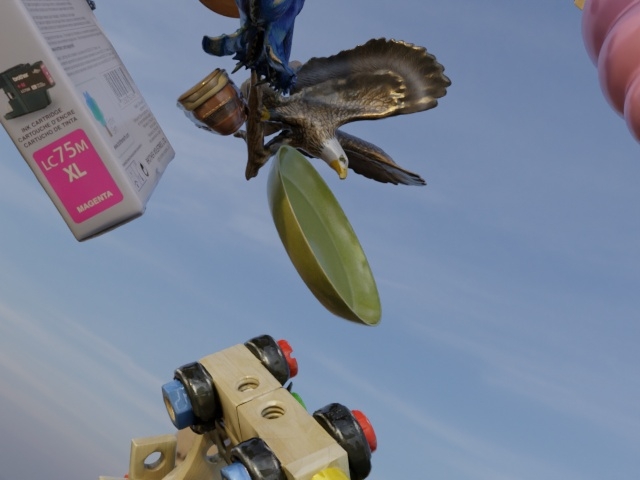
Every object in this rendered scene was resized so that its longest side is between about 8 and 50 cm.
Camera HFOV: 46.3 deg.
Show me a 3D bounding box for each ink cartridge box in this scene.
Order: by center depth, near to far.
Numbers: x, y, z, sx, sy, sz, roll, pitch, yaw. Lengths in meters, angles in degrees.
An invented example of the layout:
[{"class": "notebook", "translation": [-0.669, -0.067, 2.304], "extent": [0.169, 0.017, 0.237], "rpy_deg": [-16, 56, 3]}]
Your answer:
[{"class": "ink cartridge box", "translation": [-0.215, -0.165, 0.543], "extent": [0.186, 0.065, 0.311], "rpy_deg": [-102, 167, -72]}]

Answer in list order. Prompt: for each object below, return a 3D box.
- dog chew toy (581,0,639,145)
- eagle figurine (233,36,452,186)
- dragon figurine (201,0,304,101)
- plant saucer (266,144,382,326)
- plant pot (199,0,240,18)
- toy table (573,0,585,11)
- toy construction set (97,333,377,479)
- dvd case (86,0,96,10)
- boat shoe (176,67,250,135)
[{"class": "dog chew toy", "translation": [0.429, -0.226, 0.910], "extent": [0.206, 0.332, 0.207], "rpy_deg": [8, -41, 7]}, {"class": "eagle figurine", "translation": [0.023, -0.174, 1.152], "extent": [0.226, 0.298, 0.225], "rpy_deg": [155, -77, -68]}, {"class": "dragon figurine", "translation": [-0.055, -0.202, 0.690], "extent": [0.085, 0.144, 0.289], "rpy_deg": [19, 14, 3]}, {"class": "plant saucer", "translation": [0.000, 0.000, 0.892], "extent": [0.037, 0.241, 0.241], "rpy_deg": [-27, -55, 14]}, {"class": "plant pot", "translation": [-0.158, -0.559, 1.421], "extent": [0.291, 0.203, 0.291], "rpy_deg": [-5, -42, -5]}, {"class": "toy table", "translation": [0.508, -0.553, 1.446], "extent": [0.274, 0.252, 0.161], "rpy_deg": [17, -57, -33]}, {"class": "toy construction set", "translation": [-0.032, 0.195, 0.497], "extent": [0.327, 0.151, 0.215], "rpy_deg": [18, -56, 43]}, {"class": "dvd case", "translation": [-0.343, -0.273, 0.897], "extent": [0.087, 0.119, 0.013], "rpy_deg": [-19, -96, 33]}, {"class": "boat shoe", "translation": [-0.106, -0.134, 0.762], "extent": [0.060, 0.064, 0.178], "rpy_deg": [53, 2, -13]}]
